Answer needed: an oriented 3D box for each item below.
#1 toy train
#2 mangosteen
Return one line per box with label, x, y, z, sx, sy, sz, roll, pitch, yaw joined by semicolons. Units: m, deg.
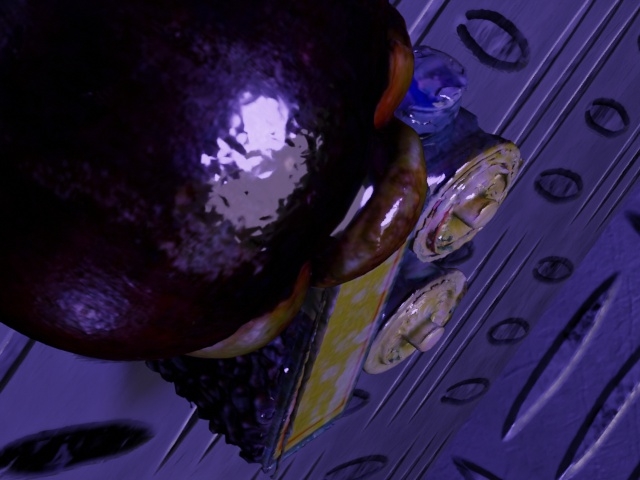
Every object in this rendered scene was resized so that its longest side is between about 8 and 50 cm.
toy train;0.000;0.000;1.086;0.177;0.134;0.261;-32;155;-33
mangosteen;-0.045;-0.041;0.713;0.230;0.194;0.194;35;92;-38
